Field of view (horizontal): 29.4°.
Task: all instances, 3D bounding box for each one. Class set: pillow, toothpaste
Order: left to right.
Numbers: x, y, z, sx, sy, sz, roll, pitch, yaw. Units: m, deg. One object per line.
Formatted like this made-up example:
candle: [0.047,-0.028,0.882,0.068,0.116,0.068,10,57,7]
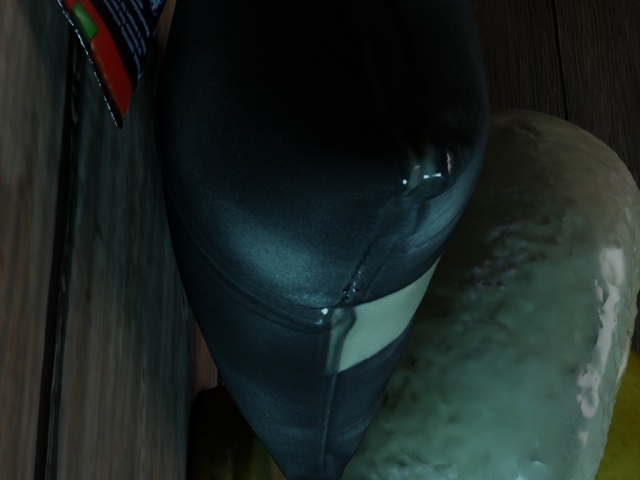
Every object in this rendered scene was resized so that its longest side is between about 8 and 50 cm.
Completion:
toothpaste: [-0.058,-0.128,0.384,0.071,0.045,0.193,69,21,-48]
pillow: [-0.006,-0.029,0.448,0.250,0.106,0.186,103,-21,-56]

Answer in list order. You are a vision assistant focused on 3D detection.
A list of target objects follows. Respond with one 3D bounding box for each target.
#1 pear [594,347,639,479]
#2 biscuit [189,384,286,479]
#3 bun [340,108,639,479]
pear: [0.181,0.276,1.063,0.362,0.362,0.418,62,27,-79]
biscuit: [-0.020,0.206,0.577,0.197,0.049,0.302,-88,172,-67]
bun: [0.076,0.083,0.772,0.365,0.219,0.365,12,90,-78]
